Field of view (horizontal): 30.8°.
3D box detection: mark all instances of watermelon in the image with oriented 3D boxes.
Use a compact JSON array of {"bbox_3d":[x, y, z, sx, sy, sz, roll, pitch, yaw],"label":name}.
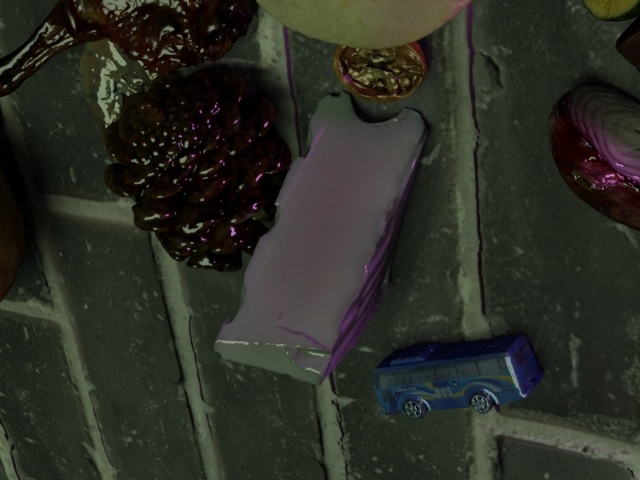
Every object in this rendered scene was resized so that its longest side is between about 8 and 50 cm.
[{"bbox_3d":[0.321,-0.276,1.203,0.105,0.062,0.105,-8,80,52],"label":"watermelon"}]

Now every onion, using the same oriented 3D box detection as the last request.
[{"bbox_3d":[0.330,-0.074,1.298,0.206,0.151,0.098,48,149,15],"label":"onion"}]

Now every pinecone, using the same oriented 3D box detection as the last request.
[{"bbox_3d":[-0.150,-0.087,1.525,0.244,0.244,0.309,12,147,24],"label":"pinecone"}]

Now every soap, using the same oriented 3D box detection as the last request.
[{"bbox_3d":[0.000,0.000,1.461,0.159,0.258,0.302,22,129,18],"label":"soap"}]

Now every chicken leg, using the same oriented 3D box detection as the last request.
[{"bbox_3d":[-0.274,-0.281,1.519,0.407,0.096,0.158,-9,88,20],"label":"chicken leg"}]

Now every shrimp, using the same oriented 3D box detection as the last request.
[{"bbox_3d":[-0.250,-0.178,1.627,0.145,0.059,0.254,-9,111,24],"label":"shrimp"}]

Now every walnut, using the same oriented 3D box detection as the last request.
[{"bbox_3d":[0.078,-0.217,1.403,0.121,0.052,0.091,9,123,23],"label":"walnut"}]

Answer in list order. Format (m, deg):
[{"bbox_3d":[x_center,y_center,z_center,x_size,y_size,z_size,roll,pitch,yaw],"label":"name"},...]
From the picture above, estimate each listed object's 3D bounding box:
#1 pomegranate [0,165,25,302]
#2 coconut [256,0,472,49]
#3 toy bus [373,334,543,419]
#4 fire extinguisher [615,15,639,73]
[{"bbox_3d":[-0.645,-0.002,1.785,0.412,0.411,0.411,16,127,21],"label":"pomegranate"},{"bbox_3d":[0.056,-0.354,1.133,0.353,0.352,0.352,16,127,21],"label":"coconut"},{"bbox_3d":[0.185,0.188,1.606,0.237,0.079,0.094,-11,98,36],"label":"toy bus"},{"bbox_3d":[0.465,-0.123,1.191,0.337,0.114,0.135,45,153,-4],"label":"fire extinguisher"}]
